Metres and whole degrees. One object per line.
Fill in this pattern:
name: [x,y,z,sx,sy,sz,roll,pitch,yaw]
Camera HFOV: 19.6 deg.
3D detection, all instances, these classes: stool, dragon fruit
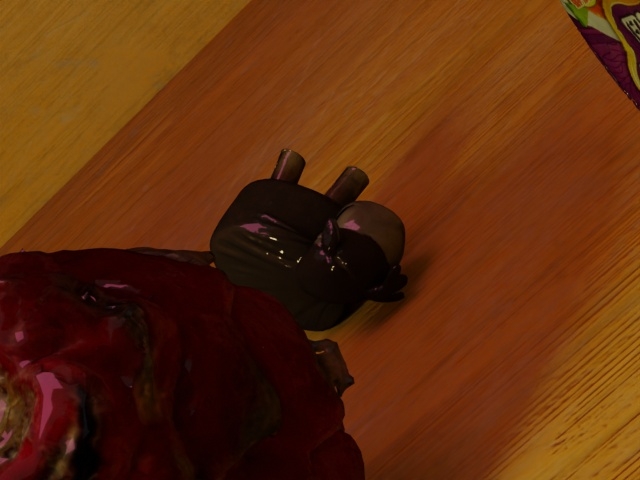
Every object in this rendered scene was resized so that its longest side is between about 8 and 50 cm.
stool: [0.000,0.000,1.474,0.217,0.125,0.121,-6,40,54]
dragon fruit: [-0.127,0.151,1.079,0.329,0.329,0.329,-43,15,15]

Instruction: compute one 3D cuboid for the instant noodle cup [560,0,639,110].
instant noodle cup: [0.257,-0.152,0.963,0.190,0.251,0.251,-40,14,-5]
